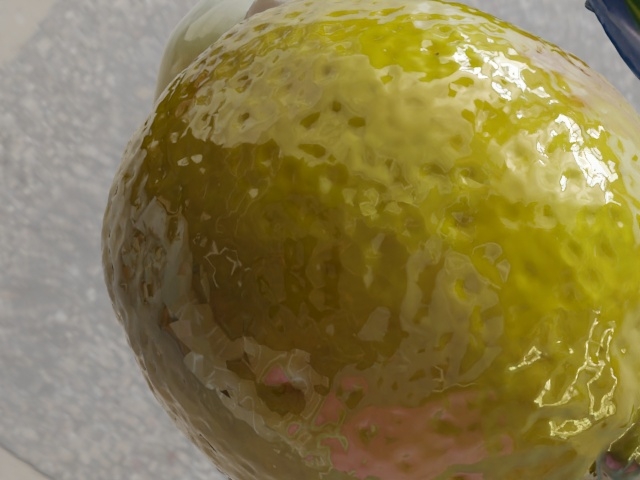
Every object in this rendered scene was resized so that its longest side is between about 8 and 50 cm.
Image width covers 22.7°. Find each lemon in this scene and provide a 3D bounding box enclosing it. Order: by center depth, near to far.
[{"bbox_3d":[0.035,0.011,0.710,0.267,0.267,0.267,-5,69,12],"label":"lemon"}]

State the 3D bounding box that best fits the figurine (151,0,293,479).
[{"bbox_3d":[0.000,0.000,1.109,0.275,0.226,0.394,1,63,14],"label":"figurine"}]

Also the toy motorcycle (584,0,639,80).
[{"bbox_3d":[0.184,-0.012,0.435,0.254,0.135,0.092,30,103,-1],"label":"toy motorcycle"}]
